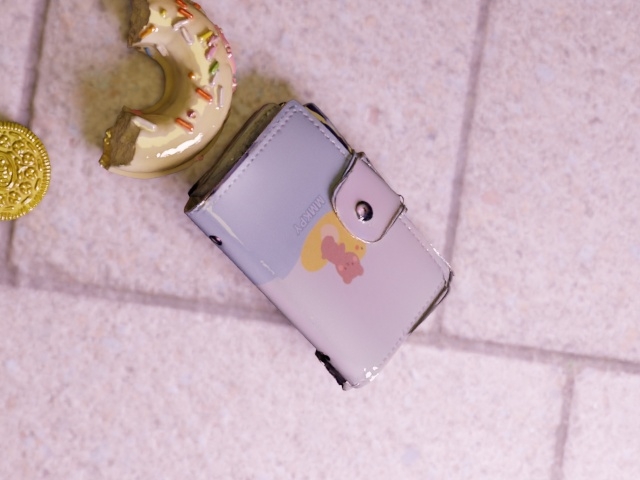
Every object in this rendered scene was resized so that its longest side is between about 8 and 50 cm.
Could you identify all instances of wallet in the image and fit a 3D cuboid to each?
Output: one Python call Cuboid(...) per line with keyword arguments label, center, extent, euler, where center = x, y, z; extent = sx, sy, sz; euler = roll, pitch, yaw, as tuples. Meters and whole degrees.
Cuboid(label="wallet", center=(0.000, 0.000, 1.416), extent=(0.231, 0.069, 0.170), euler=(48, 61, -15))

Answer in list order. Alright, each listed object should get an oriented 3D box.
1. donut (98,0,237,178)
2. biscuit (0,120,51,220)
Cuboid(label="donut", center=(-0.121, -0.131, 1.378), extent=(0.108, 0.065, 0.166), euler=(9, 89, -17))
Cuboid(label="biscuit", center=(-0.266, -0.058, 1.360), extent=(0.084, 0.023, 0.084), euler=(-1, 93, -16))
